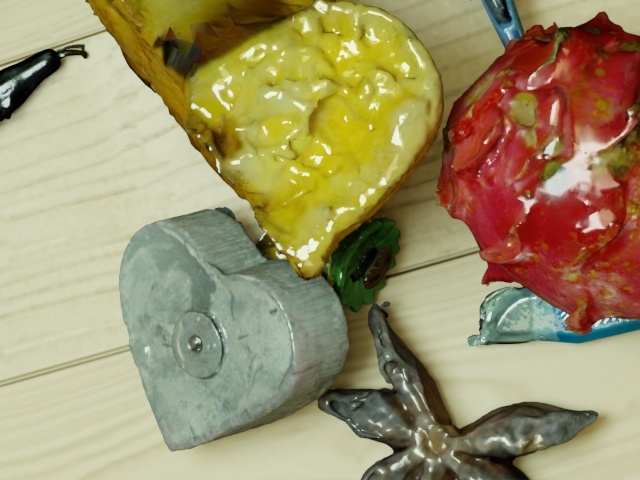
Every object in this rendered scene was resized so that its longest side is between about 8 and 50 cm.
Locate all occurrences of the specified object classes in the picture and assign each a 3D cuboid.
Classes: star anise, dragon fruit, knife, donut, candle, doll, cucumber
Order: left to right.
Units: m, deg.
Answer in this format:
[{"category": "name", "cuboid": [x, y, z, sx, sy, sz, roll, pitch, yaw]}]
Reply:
[{"category": "cucumber", "cuboid": [-0.257, -0.108, 1.365, 0.163, 0.043, 0.039, -35, 58, 13]}, {"category": "donut", "cuboid": [-0.087, -0.201, 1.148, 0.163, 0.435, 0.377, -37, 38, -3]}, {"category": "candle", "cuboid": [-0.072, 0.075, 1.260, 0.192, 0.068, 0.168, 30, 117, 36]}, {"category": "doll", "cuboid": [0.008, 0.005, 1.280, 0.113, 0.076, 0.078, 23, 82, 45]}, {"category": "star anise", "cuboid": [0.084, 0.160, 1.233, 0.208, 0.063, 0.172, 28, 97, 16]}, {"category": "dragon fruit", "cuboid": [0.207, -0.037, 1.144, 0.268, 0.205, 0.210, 13, 88, -7]}, {"category": "knife", "cuboid": [0.250, 0.048, 1.214, 0.296, 0.026, 0.044, -3, 88, 13]}]

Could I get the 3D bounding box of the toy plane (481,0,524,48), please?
[{"category": "toy plane", "cuboid": [0.109, -0.228, 1.252, 0.169, 0.078, 0.246, -24, 86, 13]}]
